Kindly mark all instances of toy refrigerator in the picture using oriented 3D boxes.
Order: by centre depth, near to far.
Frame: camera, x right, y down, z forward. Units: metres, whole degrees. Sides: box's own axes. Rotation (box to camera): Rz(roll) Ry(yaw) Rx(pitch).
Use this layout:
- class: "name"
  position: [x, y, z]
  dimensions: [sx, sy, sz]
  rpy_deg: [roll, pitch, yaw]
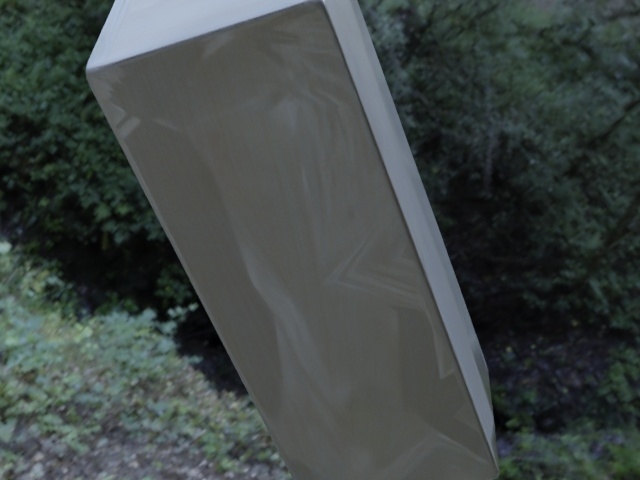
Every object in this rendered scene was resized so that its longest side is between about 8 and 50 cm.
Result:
- class: "toy refrigerator"
  position: [0.000, 0.000, 0.549]
  dimensions: [0.094, 0.102, 0.269]
  rpy_deg: [-86, 157, -54]
